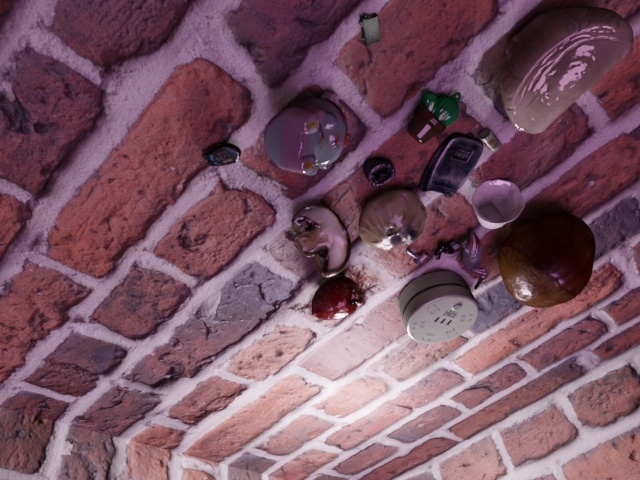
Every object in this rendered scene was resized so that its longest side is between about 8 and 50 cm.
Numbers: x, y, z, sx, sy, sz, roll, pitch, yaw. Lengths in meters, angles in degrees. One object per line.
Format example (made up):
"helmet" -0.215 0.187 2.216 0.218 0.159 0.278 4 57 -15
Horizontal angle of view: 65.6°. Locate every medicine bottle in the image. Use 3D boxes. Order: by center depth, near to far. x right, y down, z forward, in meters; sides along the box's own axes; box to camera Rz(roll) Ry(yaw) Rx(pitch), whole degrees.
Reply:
"medicine bottle" 0.598 -0.351 1.748 0.047 0.047 0.083 -39 127 22

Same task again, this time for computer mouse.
"computer mouse" -0.319 -0.281 1.612 0.134 0.047 0.079 -17 140 18

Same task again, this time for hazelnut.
"hazelnut" 0.923 0.075 2.019 0.420 0.352 0.421 -23 126 -36

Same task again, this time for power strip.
"power strip" 0.525 0.316 2.255 0.357 0.162 0.358 -6 133 -7

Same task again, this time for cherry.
"cherry" 0.057 0.255 2.087 0.249 0.192 0.175 -34 95 26

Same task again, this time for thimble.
"thimble" 0.207 -0.245 1.747 0.104 0.066 0.095 -32 131 13

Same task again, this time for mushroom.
"mushroom" 0.004 -0.007 1.855 0.189 0.164 0.267 -42 94 -6

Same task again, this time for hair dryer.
"hair dryer" 0.397 0.056 2.083 0.114 0.037 0.063 31 117 -25

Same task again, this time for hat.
"hat" 0.666 -0.121 1.903 0.202 0.203 0.126 -11 152 -2

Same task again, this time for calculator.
"calculator" 0.479 -0.272 1.805 0.177 0.040 0.268 9 124 -22

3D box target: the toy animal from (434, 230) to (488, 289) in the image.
"toy animal" 0.632 0.071 2.107 0.324 0.091 0.195 34 124 -24

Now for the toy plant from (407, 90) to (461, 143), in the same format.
"toy plant" 0.369 -0.414 1.612 0.142 0.105 0.200 37 98 -20

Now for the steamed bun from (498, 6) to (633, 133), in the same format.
"steamed bun" 0.685 -0.531 1.476 0.236 0.247 0.383 27 127 -19

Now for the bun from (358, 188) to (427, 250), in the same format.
"bun" 0.274 -0.066 1.857 0.272 0.169 0.273 -6 140 -5

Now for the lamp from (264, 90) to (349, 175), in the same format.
"lamp" -0.052 -0.317 1.495 0.247 0.301 0.247 13 114 26

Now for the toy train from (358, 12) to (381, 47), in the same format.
"toy train" 0.142 -0.605 1.426 0.056 0.038 0.093 -17 133 0
